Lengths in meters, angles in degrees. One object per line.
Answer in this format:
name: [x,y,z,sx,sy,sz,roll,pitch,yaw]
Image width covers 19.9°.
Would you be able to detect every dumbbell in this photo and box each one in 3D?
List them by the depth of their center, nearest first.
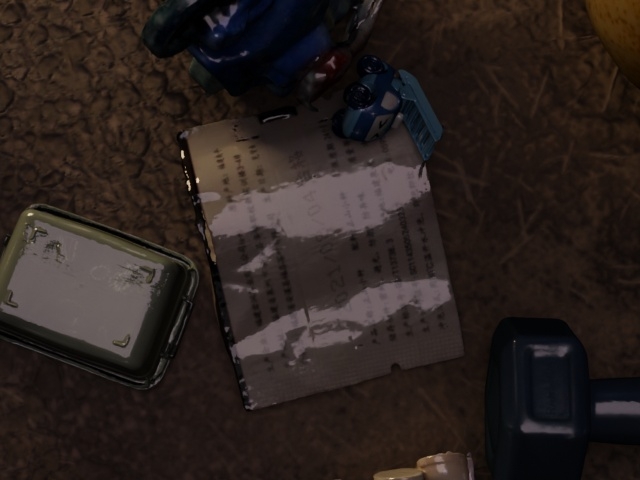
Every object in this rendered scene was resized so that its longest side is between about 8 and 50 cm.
dumbbell: [0.294,0.139,1.486,0.316,0.156,0.143,1,39,-1]

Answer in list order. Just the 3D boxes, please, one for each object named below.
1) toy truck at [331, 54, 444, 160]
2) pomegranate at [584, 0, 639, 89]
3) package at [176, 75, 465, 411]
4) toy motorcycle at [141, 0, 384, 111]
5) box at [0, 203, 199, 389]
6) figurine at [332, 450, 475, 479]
toy truck: [0.061,-0.107,1.519,0.090,0.056,0.073,24,53,-1]
pomegranate: [0.398,-0.267,1.436,0.416,0.416,0.417,0,82,-1]
package: [0.000,0.000,1.545,0.204,0.062,0.251,-15,84,-3]
toy motorcycle: [-0.039,-0.228,1.446,0.182,0.319,0.241,21,90,5]
box: [-0.195,0.043,1.519,0.172,0.093,0.124,19,83,2]
figurine: [0.090,0.308,1.477,0.182,0.144,0.257,-7,80,-22]
